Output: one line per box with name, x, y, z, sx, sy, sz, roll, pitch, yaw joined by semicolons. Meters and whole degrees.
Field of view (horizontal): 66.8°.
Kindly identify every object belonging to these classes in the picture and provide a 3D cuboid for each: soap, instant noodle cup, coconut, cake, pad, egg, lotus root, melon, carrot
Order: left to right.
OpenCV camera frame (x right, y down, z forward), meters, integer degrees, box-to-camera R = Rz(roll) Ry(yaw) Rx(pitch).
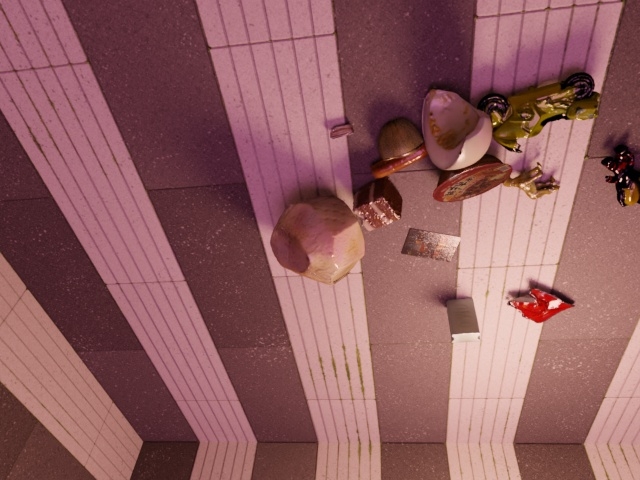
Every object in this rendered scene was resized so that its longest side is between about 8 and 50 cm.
coconut;0.000;0.000;1.797;0.352;0.353;0.353;3;131;3
lotus root;0.071;-0.368;1.637;0.083;0.030;0.038;-13;97;13
cake;0.206;-0.132;1.768;0.147;0.135;0.135;-22;126;34
melon;0.245;-0.332;1.600;0.160;0.079;0.128;-13;104;33
carrot;0.279;-0.280;1.669;0.225;0.067;0.067;-25;124;27
pad;0.444;0.021;1.956;0.211;0.003;0.143;9;131;-3
egg;0.436;-0.335;1.506;0.161;0.271;0.207;-8;136;-14
soap;0.613;0.343;2.090;0.118;0.198;0.067;-5;130;10
instant noodle cup;0.501;-0.228;1.641;0.273;0.091;0.274;-11;161;-4

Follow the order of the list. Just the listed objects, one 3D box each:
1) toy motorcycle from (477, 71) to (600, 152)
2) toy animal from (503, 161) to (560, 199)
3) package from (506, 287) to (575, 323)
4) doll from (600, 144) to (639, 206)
toy motorcycle;0.669;-0.383;1.494;0.341;0.142;0.206;-11;130;17
toy animal;0.745;-0.193;1.708;0.181;0.073;0.136;27;137;-32
package;0.945;0.286;2.098;0.269;0.071;0.194;30;141;-24
doll;1.044;-0.205;1.648;0.127;0.088;0.249;-27;120;26
